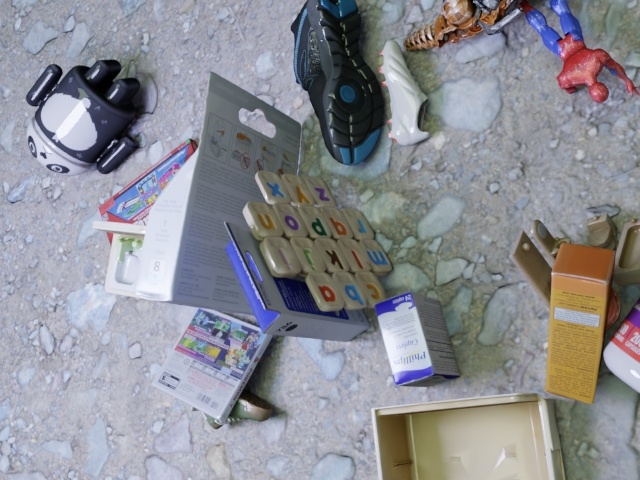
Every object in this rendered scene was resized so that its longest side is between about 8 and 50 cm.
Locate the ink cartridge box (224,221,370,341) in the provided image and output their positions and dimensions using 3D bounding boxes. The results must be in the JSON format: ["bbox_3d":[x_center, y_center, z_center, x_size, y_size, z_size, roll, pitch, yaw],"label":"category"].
[{"bbox_3d":[-0.049,0.077,1.311,0.065,0.332,0.165,-36,63,20],"label":"ink cartridge box"}]

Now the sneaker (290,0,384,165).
[{"bbox_3d":[0.025,-0.296,1.488,0.139,0.125,0.341,-24,70,54],"label":"sneaker"}]

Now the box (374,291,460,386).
[{"bbox_3d":[0.158,0.164,1.293,0.072,0.126,0.137,-23,70,24],"label":"box"}]

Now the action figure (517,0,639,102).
[{"bbox_3d":[0.408,-0.296,1.267,0.091,0.139,0.280,-34,43,24],"label":"action figure"}]

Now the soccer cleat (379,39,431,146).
[{"bbox_3d":[0.154,-0.265,1.419,0.076,0.068,0.196,-10,83,24],"label":"soccer cleat"}]

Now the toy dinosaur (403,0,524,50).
[{"bbox_3d":[0.247,-0.423,1.326,0.322,0.164,0.218,-21,66,29],"label":"toy dinosaur"}]

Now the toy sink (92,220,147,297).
[{"bbox_3d":[-0.316,0.050,1.533,0.152,0.234,0.131,5,83,30],"label":"toy sink"}]

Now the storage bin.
[{"bbox_3d":[0.232,0.376,1.212,0.260,0.123,0.262,-13,74,28],"label":"storage bin"}]

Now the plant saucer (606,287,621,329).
[{"bbox_3d":[0.417,0.101,1.219,0.083,0.013,0.084,-7,77,30],"label":"plant saucer"}]

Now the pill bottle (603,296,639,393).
[{"bbox_3d":[0.536,0.079,1.054,0.181,0.181,0.323,36,99,31],"label":"pill bottle"}]

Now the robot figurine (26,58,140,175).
[{"bbox_3d":[-0.523,-0.270,1.750,0.278,0.173,0.209,-44,55,16],"label":"robot figurine"}]

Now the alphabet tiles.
[{"bbox_3d":[0.000,0.000,1.329,0.021,0.284,0.278,-45,60,32],"label":"alphabet tiles"}]

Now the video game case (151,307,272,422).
[{"bbox_3d":[-0.208,0.228,1.510,0.201,0.023,0.183,15,68,40],"label":"video game case"}]

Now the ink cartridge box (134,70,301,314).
[{"bbox_3d":[-0.170,-0.068,1.425,0.091,0.308,0.385,5,83,30],"label":"ink cartridge box"}]

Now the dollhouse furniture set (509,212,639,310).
[{"bbox_3d":[0.388,0.001,1.159,0.151,0.123,0.144,-19,30,45],"label":"dollhouse furniture set"}]

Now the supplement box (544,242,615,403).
[{"bbox_3d":[0.364,0.121,1.126,0.080,0.078,0.233,8,128,24],"label":"supplement box"}]

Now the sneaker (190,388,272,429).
[{"bbox_3d":[-0.174,0.319,1.499,0.192,0.064,0.086,20,92,37],"label":"sneaker"}]

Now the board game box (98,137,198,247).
[{"bbox_3d":[-0.353,-0.082,1.701,0.281,0.027,0.145,-33,67,21],"label":"board game box"}]
